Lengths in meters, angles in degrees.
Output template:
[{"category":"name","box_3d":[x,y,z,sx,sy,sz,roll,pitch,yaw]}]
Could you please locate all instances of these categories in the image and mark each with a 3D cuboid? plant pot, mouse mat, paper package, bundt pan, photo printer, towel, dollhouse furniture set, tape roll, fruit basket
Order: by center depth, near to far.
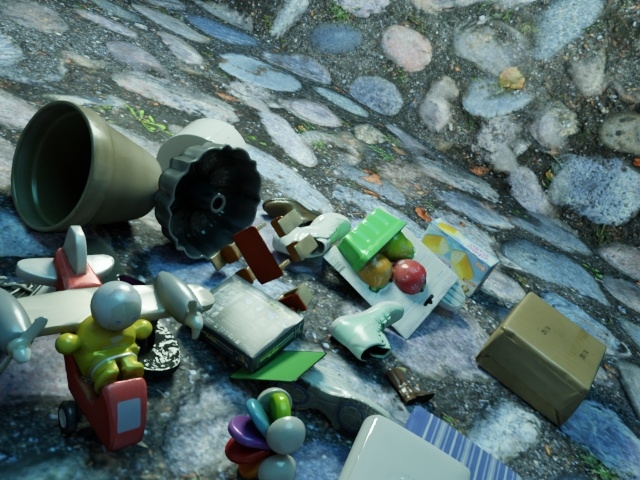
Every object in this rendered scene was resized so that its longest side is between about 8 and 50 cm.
[{"category":"photo printer","box_3d":[0.148,0.527,1.201,0.256,0.107,0.307,31,39,6]},{"category":"mouse mat","box_3d":[-0.096,0.285,1.394,0.190,0.007,0.153,-6,12,33]},{"category":"towel","box_3d":[0.328,0.549,1.426,0.336,0.040,0.243,35,29,8]},{"category":"dollhouse furniture set","box_3d":[-0.134,0.084,1.576,0.259,0.262,0.135,59,32,-8]},{"category":"plant pot","box_3d":[-0.577,-0.164,1.578,0.323,0.323,0.280,45,16,28]},{"category":"bundt pan","box_3d":[-0.319,-0.118,1.674,0.124,0.330,0.331,24,24,35]},{"category":"paper package","box_3d":[0.682,0.351,1.877,0.309,0.168,0.325,39,31,17]},{"category":"tape roll","box_3d":[-0.358,-0.235,1.877,0.246,0.246,0.169,27,29,-1]},{"category":"fruit basket","box_3d":[0.222,0.091,1.913,0.353,0.165,0.327,47,54,2]}]

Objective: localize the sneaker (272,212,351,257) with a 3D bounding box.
[{"category":"sneaker","box_3d":[0.000,0.000,1.911,0.305,0.114,0.152,-18,35,-40]}]

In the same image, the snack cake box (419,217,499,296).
[{"category":"snack cake box","box_3d":[0.481,0.058,2.185,0.264,0.152,0.089,40,32,21]}]

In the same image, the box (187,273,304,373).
[{"category":"box","box_3d":[-0.184,0.192,1.460,0.233,0.059,0.183,29,42,25]}]

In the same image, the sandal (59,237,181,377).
[{"category":"sandal","box_3d":[-0.460,0.125,1.369,0.168,0.107,0.446,-11,47,-47]}]

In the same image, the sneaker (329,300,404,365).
[{"category":"sneaker","box_3d":[0.164,0.258,1.675,0.256,0.094,0.151,-13,42,-36]}]

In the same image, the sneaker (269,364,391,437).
[{"category":"sneaker","box_3d":[0.033,0.353,1.419,0.297,0.111,0.129,28,25,0]}]

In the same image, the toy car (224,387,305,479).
[{"category":"toy car","box_3d":[-0.116,0.380,1.185,0.136,0.182,0.159,8,16,-20]}]

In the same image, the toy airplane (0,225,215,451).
[{"category":"toy airplane","box_3d":[-0.410,0.135,1.128,0.384,0.272,0.386,38,44,-13]}]

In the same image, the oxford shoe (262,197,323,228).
[{"category":"oxford shoe","box_3d":[-0.084,-0.076,2.013,0.227,0.082,0.096,19,35,-13]}]

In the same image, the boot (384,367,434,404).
[{"category":"boot","box_3d":[0.234,0.377,1.612,0.106,0.037,0.114,5,32,-37]}]

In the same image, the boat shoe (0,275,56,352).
[{"category":"boat shoe","box_3d":[-0.622,0.128,1.232,0.105,0.113,0.306,38,38,-10]}]

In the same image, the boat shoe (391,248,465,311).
[{"category":"boat shoe","box_3d":[0.354,0.124,2.034,0.109,0.094,0.302,-39,69,-16]}]
